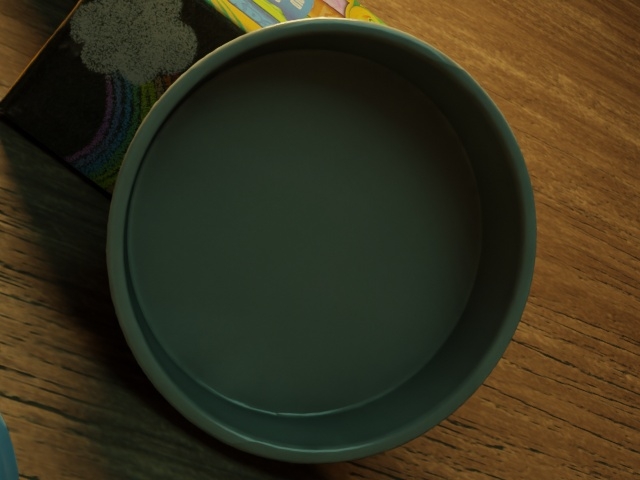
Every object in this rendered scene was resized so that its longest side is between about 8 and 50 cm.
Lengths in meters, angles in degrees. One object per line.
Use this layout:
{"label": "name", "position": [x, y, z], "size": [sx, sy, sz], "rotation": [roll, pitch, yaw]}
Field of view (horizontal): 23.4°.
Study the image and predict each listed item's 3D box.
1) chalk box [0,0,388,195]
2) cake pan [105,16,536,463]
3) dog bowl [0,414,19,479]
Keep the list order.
{"label": "chalk box", "position": [-0.056, -0.104, 1.160], "size": [0.289, 0.180, 0.179], "rotation": [38, 29, -12]}
{"label": "cake pan", "position": [0.000, 0.000, 1.028], "size": [0.293, 0.293, 0.054], "rotation": [34, -4, -16]}
{"label": "dog bowl", "position": [-0.274, 0.058, 0.699], "size": [0.297, 0.166, 0.074], "rotation": [42, 40, -2]}
